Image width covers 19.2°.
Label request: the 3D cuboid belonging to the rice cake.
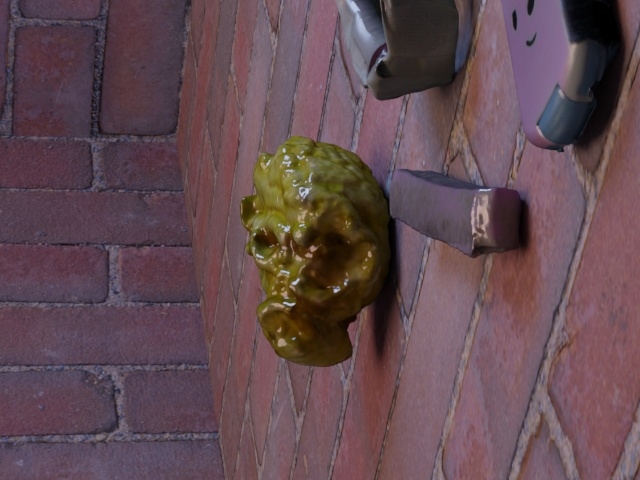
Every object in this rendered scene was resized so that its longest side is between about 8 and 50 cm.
[{"bbox_3d":[0.139,-0.031,1.991,0.365,0.056,0.072,-156,67,-78],"label":"rice cake"}]

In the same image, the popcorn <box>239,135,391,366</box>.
[{"bbox_3d":[0.000,0.000,2.408,0.225,0.174,0.286,124,145,-57],"label":"popcorn"}]

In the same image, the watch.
[{"bbox_3d":[0.082,-0.282,2.128,0.253,0.162,0.241,-166,64,-81],"label":"watch"}]

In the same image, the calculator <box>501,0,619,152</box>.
[{"bbox_3d":[0.206,-0.220,1.686,0.173,0.051,0.293,107,160,-58],"label":"calculator"}]
